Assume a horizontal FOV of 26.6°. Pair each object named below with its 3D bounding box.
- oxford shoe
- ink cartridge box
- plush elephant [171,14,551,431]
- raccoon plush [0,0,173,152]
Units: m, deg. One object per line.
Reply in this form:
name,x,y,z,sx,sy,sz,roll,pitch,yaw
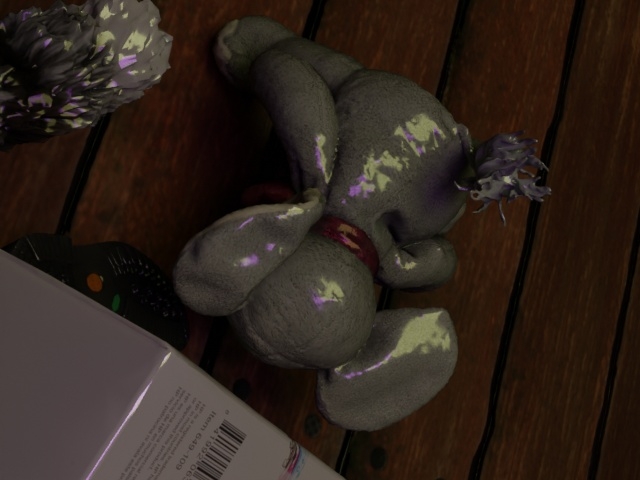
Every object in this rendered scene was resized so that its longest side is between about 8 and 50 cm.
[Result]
oxford shoe,-0.186,0.049,1.030,0.227,0.096,0.083,23,50,-54
ink cartridge box,-0.142,0.168,0.881,0.198,0.197,0.270,-57,142,-11
plush elephant,0.000,0.000,1.086,0.255,0.330,0.272,-46,120,-16
raccoon plush,-0.250,0.028,0.726,0.446,0.216,0.299,-20,74,-12
